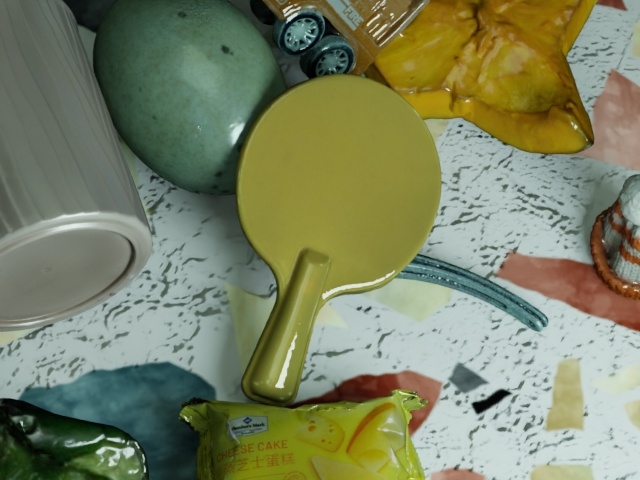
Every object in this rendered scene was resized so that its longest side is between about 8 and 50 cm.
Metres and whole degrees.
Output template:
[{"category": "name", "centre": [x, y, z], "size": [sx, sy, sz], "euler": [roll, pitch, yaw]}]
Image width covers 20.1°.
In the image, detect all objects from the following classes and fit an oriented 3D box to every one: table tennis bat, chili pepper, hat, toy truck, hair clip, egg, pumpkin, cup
[{"category": "table tennis bat", "centre": [0.000, 0.000, 1.668], "size": [0.198, 0.050, 0.321], "euler": [22, 81, -17]}, {"category": "chili pepper", "centre": [-0.228, 0.278, 1.523], "size": [0.148, 0.116, 0.264], "euler": [9, 59, -13]}, {"category": "hat", "centre": [0.309, -0.014, 1.702], "size": [0.112, 0.162, 0.093], "euler": [39, 67, 21]}, {"category": "toy truck", "centre": [-0.025, -0.288, 1.731], "size": [0.162, 0.305, 0.136], "euler": [-42, 51, 5]}, {"category": "hair clip", "centre": [0.110, 0.038, 1.726], "size": [0.229, 0.039, 0.070], "euler": [14, 62, 2]}, {"category": "egg", "centre": [-0.123, -0.147, 1.739], "size": [0.169, 0.169, 0.236], "euler": [-24, 69, -18]}, {"category": "pumpkin", "centre": [0.170, -0.213, 1.844], "size": [0.258, 0.095, 0.290], "euler": [8, 59, 12]}, {"category": "cup", "centre": [-0.293, -0.090, 1.631], "size": [0.208, 0.288, 0.273], "euler": [-22, 66, -2]}]

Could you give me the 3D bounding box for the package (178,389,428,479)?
[{"category": "package", "centre": [-0.008, 0.206, 1.584], "size": [0.226, 0.090, 0.168], "euler": [-3, 59, -6]}]
